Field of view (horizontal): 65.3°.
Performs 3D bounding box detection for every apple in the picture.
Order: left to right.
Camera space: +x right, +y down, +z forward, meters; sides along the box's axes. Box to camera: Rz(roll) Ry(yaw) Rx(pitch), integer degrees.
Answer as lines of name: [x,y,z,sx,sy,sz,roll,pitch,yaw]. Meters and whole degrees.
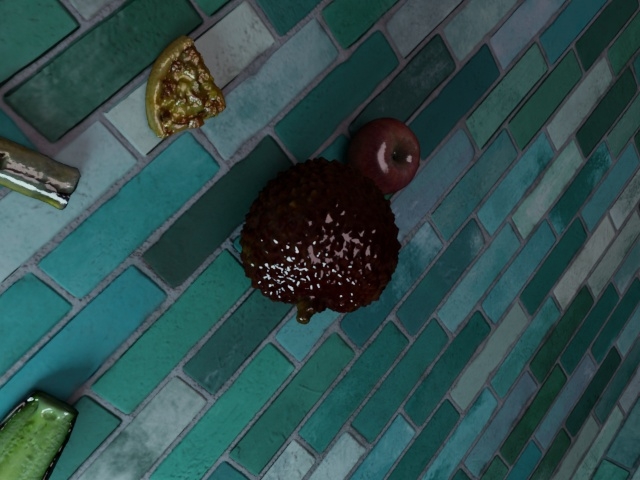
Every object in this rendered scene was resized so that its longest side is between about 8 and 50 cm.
apple: [0.123,-0.165,0.993,0.154,0.120,0.153,-6,101,-36]

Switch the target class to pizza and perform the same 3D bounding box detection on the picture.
pizza: [-0.215,-0.246,0.819,0.134,0.046,0.174,6,94,-31]

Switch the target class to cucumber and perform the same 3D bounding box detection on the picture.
cucumber: [-0.443,0.332,0.750,0.192,0.116,0.085,-63,164,-13]

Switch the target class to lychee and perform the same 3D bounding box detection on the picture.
lychee: [0.000,0.000,0.862,0.276,0.276,0.304,29,61,-31]

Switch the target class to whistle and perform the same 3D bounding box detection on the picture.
whistle: [-0.492,-0.135,0.664,0.327,0.057,0.067,28,43,-31]
